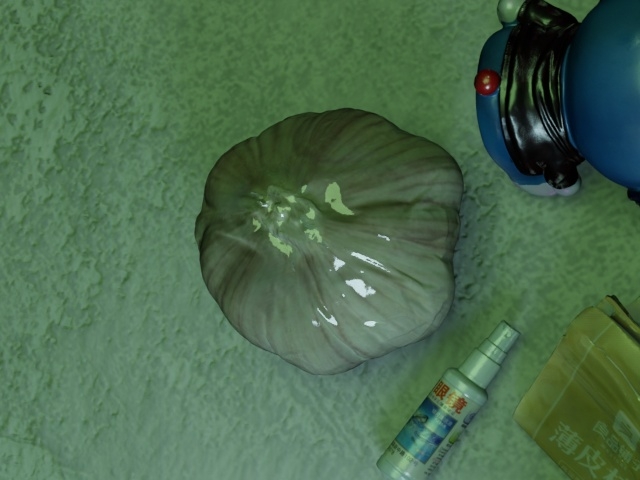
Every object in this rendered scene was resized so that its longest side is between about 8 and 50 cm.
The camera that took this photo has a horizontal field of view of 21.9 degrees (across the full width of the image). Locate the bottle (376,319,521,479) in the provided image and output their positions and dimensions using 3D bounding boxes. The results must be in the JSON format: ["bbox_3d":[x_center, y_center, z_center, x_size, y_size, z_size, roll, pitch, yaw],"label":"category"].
[{"bbox_3d":[0.148,0.182,1.842,0.060,0.060,0.217,39,93,23],"label":"bottle"}]

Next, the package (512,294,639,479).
[{"bbox_3d":[0.365,0.210,1.698,0.221,0.165,0.311,-45,67,6],"label":"package"}]

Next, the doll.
[{"bbox_3d":[0.328,-0.161,1.758,0.310,0.240,0.284,0,93,26],"label":"doll"}]

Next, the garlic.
[{"bbox_3d":[0.000,0.000,1.827,0.317,0.259,0.317,-4,74,16],"label":"garlic"}]
